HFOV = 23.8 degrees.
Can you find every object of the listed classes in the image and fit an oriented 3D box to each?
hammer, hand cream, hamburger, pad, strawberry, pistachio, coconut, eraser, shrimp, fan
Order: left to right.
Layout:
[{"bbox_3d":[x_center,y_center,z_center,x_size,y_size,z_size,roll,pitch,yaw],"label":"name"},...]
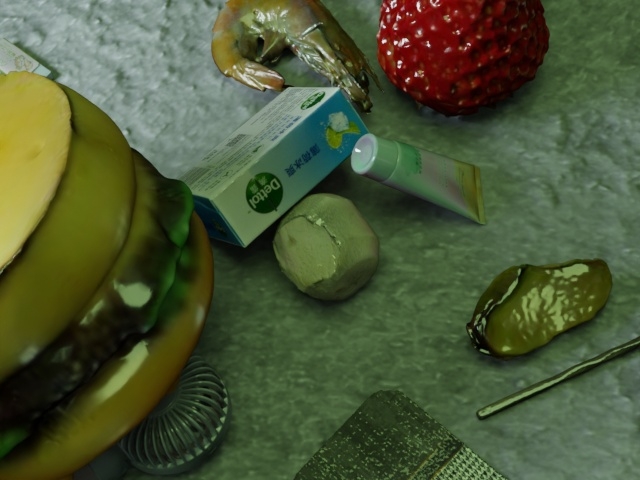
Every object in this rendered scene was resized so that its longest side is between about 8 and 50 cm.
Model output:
[{"bbox_3d":[-0.366,-0.210,1.840,0.083,0.019,0.038,34,68,20],"label":"eraser"},{"bbox_3d":[-0.294,0.043,1.517,0.395,0.277,0.396,-22,43,22],"label":"hamburger"},{"bbox_3d":[-0.208,0.208,1.577,0.244,0.074,0.130,-34,54,-7],"label":"fan"},{"bbox_3d":[-0.029,-0.224,1.797,0.248,0.068,0.150,36,76,30],"label":"shrimp"},{"bbox_3d":[0.000,0.000,1.647,0.110,0.110,0.124,-36,67,-14],"label":"coconut"},{"bbox_3d":[0.049,0.315,1.504,0.250,0.055,0.323,39,53,21],"label":"pad"},{"bbox_3d":[0.114,-0.073,1.674,0.174,0.047,0.076,18,56,-34],"label":"hand cream"},{"bbox_3d":[0.162,-0.265,1.701,0.205,0.244,0.205,-1,59,3],"label":"strawberry"},{"bbox_3d":[0.229,0.066,1.628,0.172,0.049,0.090,-26,88,-12],"label":"pistachio"},{"bbox_3d":[0.297,0.128,1.606,0.292,0.029,0.058,-24,60,-7],"label":"hammer"}]

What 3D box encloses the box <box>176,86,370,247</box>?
[{"bbox_3d":[-0.058,-0.086,1.679,0.194,0.073,0.139,-41,22,-16],"label":"box"}]
